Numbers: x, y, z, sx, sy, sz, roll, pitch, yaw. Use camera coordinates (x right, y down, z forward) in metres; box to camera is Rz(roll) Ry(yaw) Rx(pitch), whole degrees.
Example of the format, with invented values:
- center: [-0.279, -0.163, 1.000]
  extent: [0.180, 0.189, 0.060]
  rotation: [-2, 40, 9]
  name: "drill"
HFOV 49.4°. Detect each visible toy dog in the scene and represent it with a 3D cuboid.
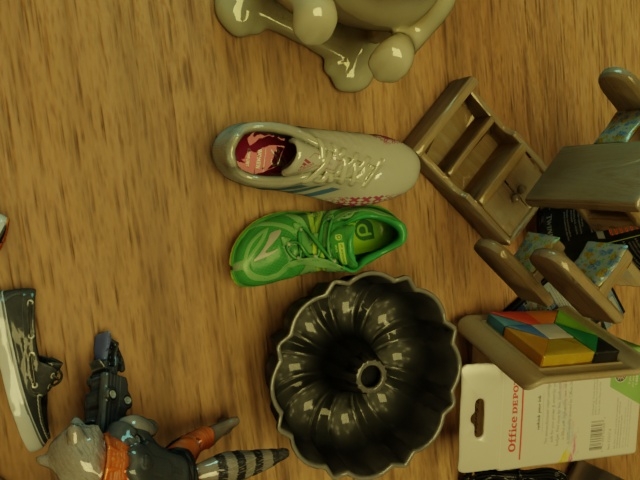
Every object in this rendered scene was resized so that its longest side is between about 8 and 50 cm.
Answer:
- center: [0.093, -0.400, 0.929]
  extent: [0.284, 0.408, 0.395]
  rotation: [32, 83, -22]
  name: "toy dog"

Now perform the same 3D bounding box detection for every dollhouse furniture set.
- center: [0.340, -0.121, 1.063]
  extent: [0.256, 0.394, 0.362]
  rotation: [42, 79, -20]
  name: "dollhouse furniture set"

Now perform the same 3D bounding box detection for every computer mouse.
- center: [0.343, 0.512, 1.270]
  extent: [0.184, 0.060, 0.262]
  rotation: [5, 122, 13]
  name: "computer mouse"

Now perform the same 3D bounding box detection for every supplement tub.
- center: [0.555, -0.043, 1.170]
  extent: [0.207, 0.338, 0.207]
  rotation: [8, 74, -31]
  name: "supplement tub"

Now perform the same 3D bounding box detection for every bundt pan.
- center: [0.056, 0.206, 1.121]
  extent: [0.330, 0.124, 0.331]
  rotation: [-2, 94, -22]
  name: "bundt pan"

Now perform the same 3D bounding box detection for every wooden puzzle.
- center: [0.388, 0.168, 1.179]
  extent: [0.238, 0.221, 0.044]
  rotation: [-5, 113, -20]
  name: "wooden puzzle"

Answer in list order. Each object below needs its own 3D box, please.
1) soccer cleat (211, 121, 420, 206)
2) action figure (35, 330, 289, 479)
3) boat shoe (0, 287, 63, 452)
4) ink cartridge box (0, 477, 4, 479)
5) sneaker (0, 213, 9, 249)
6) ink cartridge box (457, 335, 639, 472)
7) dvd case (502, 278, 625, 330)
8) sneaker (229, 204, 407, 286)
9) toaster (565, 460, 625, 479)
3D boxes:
- center: [0.005, -0.111, 1.038]
  extent: [0.331, 0.143, 0.116]
  rotation: [3, 94, -13]
  name: "soccer cleat"
- center: [-0.216, 0.271, 0.939]
  extent: [0.330, 0.178, 0.341]
  rotation: [22, 48, -48]
  name: "action figure"
- center: [-0.396, 0.175, 0.961]
  extent: [0.076, 0.080, 0.229]
  rotation: [-14, 92, -19]
  name: "boat shoe"
- center: [-0.334, 0.509, 0.900]
  extent: [0.384, 0.279, 0.160]
  rotation: [43, 79, -20]
  name: "ink cartridge box"
- center: [-0.522, 0.055, 0.894]
  extent: [0.121, 0.099, 0.262]
  rotation: [34, 74, -14]
  name: "sneaker"
- center: [0.387, 0.284, 1.249]
  extent: [0.353, 0.119, 0.207]
  rotation: [-1, 99, -15]
  name: "ink cartridge box"
- center: [0.465, 0.144, 1.340]
  extent: [0.253, 0.022, 0.180]
  rotation: [-37, 106, -15]
  name: "dvd case"
- center: [0.000, 0.000, 1.079]
  extent: [0.295, 0.123, 0.109]
  rotation: [-15, 100, -19]
  name: "sneaker"
- center: [0.562, 0.516, 1.336]
  extent: [0.185, 0.168, 0.110]
  rotation: [34, 79, -22]
  name: "toaster"
